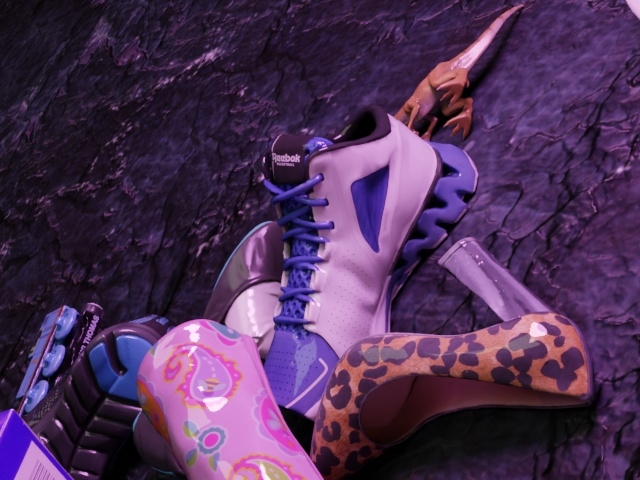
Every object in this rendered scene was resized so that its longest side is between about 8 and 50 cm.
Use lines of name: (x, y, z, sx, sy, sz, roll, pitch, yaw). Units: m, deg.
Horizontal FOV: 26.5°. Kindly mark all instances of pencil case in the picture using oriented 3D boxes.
pencil case: (-0.056, 0.194, 1.129, 0.124, 0.124, 0.284, -45, 47, 10)

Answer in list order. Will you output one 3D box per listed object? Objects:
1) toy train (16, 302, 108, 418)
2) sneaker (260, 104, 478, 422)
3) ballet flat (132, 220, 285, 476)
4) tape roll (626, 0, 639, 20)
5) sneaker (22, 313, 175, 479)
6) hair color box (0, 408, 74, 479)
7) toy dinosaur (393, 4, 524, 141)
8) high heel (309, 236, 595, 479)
toy train: (-0.309, 0.161, 1.616, 0.105, 0.080, 0.184, -26, 40, 50)
sneaker: (0.001, -0.001, 1.270, 0.127, 0.182, 0.316, 5, 61, 56)
ballet flat: (-0.084, 0.117, 1.357, 0.096, 0.095, 0.280, 36, 97, 50)
tape roll: (0.429, -0.301, 1.135, 0.392, 0.072, 0.392, -34, 35, 28)
sneaker: (-0.268, 0.219, 1.489, 0.341, 0.125, 0.140, -46, 3, 14)
hair color box: (-0.403, 0.313, 1.399, 0.338, 0.185, 0.110, -22, 28, 23)
toy dinosaur: (0.132, -0.166, 1.390, 0.211, 0.064, 0.112, -44, 30, 12)
high heel: (0.098, 0.144, 1.096, 0.261, 0.093, 0.186, -54, 45, 12)
